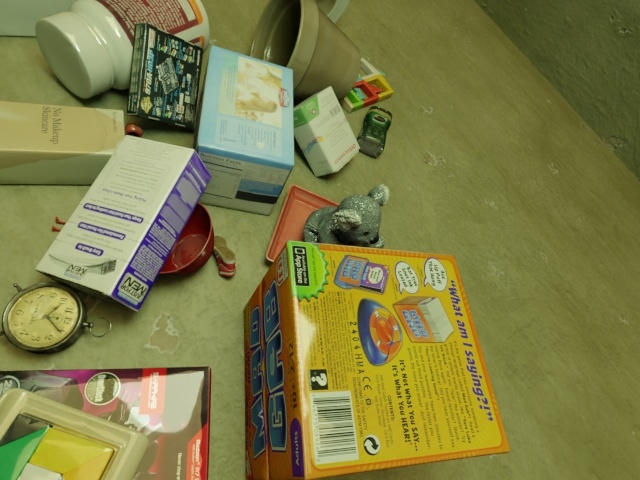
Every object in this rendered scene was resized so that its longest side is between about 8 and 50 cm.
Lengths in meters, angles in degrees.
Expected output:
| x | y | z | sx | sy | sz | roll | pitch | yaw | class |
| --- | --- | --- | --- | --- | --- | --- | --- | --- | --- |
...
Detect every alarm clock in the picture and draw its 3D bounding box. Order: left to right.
| x | y | z | sx | sy | sz | roll | pitch | yaw | class |
| --- | --- | --- | --- | --- | --- | --- | --- | --- | --- |
| -0.503 | 0.154 | 0.786 | 0.192 | 0.064 | 0.129 | 13 | 63 | -9 | alarm clock |

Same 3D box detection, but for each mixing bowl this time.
| x | y | z | sx | sy | sz | roll | pitch | yaw | class |
| --- | --- | --- | --- | --- | --- | --- | --- | --- | --- |
| -0.312 | 0.008 | 0.925 | 0.181 | 0.098 | 0.182 | -5 | 62 | 9 | mixing bowl |

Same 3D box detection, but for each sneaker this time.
| x | y | z | sx | sy | sz | roll | pitch | yaw | class |
| --- | --- | --- | --- | --- | --- | --- | --- | --- | --- |
| -0.239 | 0.041 | 0.999 | 0.042 | 0.067 | 0.118 | -15 | 39 | -28 | sneaker |

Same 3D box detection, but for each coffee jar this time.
| x | y | z | sx | sy | sz | roll | pitch | yaw | class |
| --- | --- | --- | --- | --- | --- | --- | --- | --- | --- |
| 0.186 | -0.377 | 1.403 | 0.096 | 0.079 | 0.184 | 22 | 55 | -2 | coffee jar |

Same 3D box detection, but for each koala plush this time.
| x | y | z | sx | sy | sz | roll | pitch | yaw | class |
| --- | --- | --- | --- | --- | --- | --- | --- | --- | --- |
| 0.071 | -0.037 | 1.007 | 0.196 | 0.221 | 0.203 | -34 | 79 | -34 | koala plush |

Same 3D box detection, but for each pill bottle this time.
| x | y | z | sx | sy | sz | roll | pitch | yaw | class |
| --- | --- | --- | --- | --- | --- | --- | --- | --- | --- |
| -0.511 | -0.546 | 1.100 | 0.224 | 0.224 | 0.392 | 41 | 53 | 2 | pill bottle |

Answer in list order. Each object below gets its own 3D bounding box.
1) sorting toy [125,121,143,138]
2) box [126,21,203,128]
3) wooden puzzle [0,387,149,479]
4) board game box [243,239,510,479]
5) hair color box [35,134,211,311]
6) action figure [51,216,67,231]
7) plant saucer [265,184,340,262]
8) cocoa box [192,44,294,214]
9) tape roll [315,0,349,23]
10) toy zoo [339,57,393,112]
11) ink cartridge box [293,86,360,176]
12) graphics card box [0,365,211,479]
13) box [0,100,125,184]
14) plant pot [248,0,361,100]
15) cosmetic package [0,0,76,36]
| x | y | z | sx | sy | sz | roll | pitch | yaw | class |
| --- | --- | --- | --- | --- | --- | --- | --- | --- | --- |
| -0.511 | -0.289 | 1.051 | 0.102 | 0.061 | 0.042 | 12 | 54 | -45 | sorting toy |
| -0.399 | -0.416 | 1.063 | 0.175 | 0.051 | 0.220 | -3 | 105 | -55 | box |
| -0.417 | 0.365 | 0.608 | 0.238 | 0.044 | 0.221 | 26 | 56 | -9 | wooden puzzle |
| 0.061 | 0.250 | 0.809 | 0.356 | 0.356 | 0.357 | 5 | 60 | -21 | board game box |
| -0.393 | -0.045 | 0.853 | 0.185 | 0.110 | 0.339 | 15 | 65 | 16 | hair color box |
| -0.527 | -0.026 | 0.911 | 0.115 | 0.030 | 0.038 | 13 | 52 | -20 | action figure |
| 0.000 | 0.000 | 1.120 | 0.259 | 0.048 | 0.259 | 22 | 55 | -10 | plant saucer |
| -0.207 | -0.284 | 1.080 | 0.231 | 0.228 | 0.347 | 9 | 59 | -20 | cocoa box |
| -0.028 | -0.878 | 1.473 | 0.286 | 0.286 | 0.100 | -23 | 73 | -33 | tape roll |
| 0.149 | -0.593 | 1.543 | 0.293 | 0.030 | 0.192 | -31 | 78 | -34 | toy zoo |
| 0.009 | -0.322 | 1.230 | 0.154 | 0.093 | 0.212 | -47 | 116 | -35 | ink cartridge box |
| -0.384 | 0.347 | 0.717 | 0.370 | 0.094 | 0.233 | 6 | 61 | -20 | graphics card box |
| -0.609 | -0.215 | 0.925 | 0.311 | 0.121 | 0.148 | -5 | 63 | -26 | box |
| -0.034 | -0.579 | 1.300 | 0.280 | 0.323 | 0.323 | 7 | 58 | -35 | plant pot |
| -0.815 | -0.653 | 1.033 | 0.384 | 0.217 | 0.156 | -15 | 69 | -32 | cosmetic package |
